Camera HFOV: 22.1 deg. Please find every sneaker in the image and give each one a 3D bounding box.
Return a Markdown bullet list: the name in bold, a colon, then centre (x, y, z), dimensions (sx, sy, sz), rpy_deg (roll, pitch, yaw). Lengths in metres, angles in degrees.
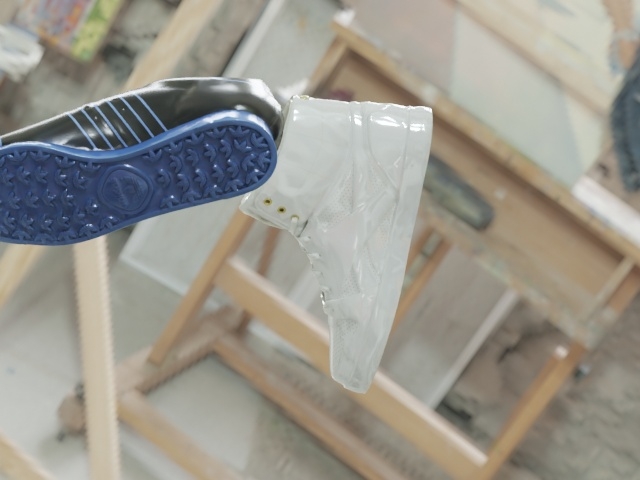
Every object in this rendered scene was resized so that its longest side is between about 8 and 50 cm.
- **sneaker**: centre (0.000, 0.000, 1.594), dimensions (0.169, 0.293, 0.108), rpy_deg (8, 15, -7)
- **sneaker**: centre (-0.137, -0.058, 1.111), dimensions (0.232, 0.081, 0.090), rpy_deg (-8, 29, 6)
